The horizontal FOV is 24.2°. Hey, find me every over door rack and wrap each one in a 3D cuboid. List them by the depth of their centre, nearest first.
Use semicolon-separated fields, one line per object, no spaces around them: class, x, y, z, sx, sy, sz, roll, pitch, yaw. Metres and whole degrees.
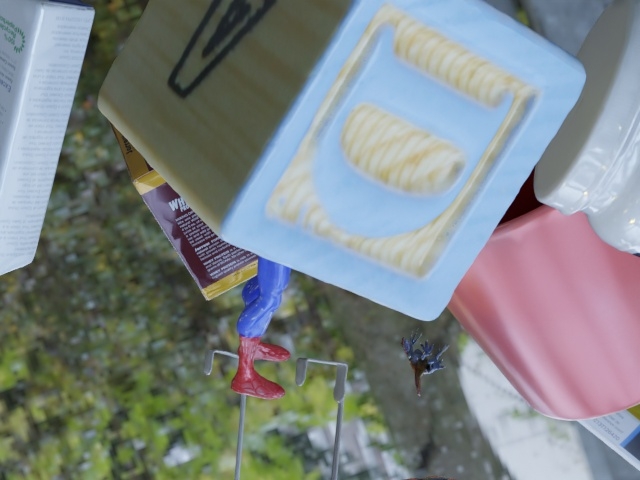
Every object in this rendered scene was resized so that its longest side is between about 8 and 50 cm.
over door rack;-0.024;0.284;1.713;0.108;0.324;0.239;-5;180;-33

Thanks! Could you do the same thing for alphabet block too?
alphabet block;0.009;-0.096;0.938;0.192;0.193;0.197;25;-167;-39

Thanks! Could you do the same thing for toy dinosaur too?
toy dinosaur;0.104;0.131;1.661;0.090;0.047;0.082;-48;-171;-25

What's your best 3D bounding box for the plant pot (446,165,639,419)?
plant pot;0.228;0.017;1.400;0.275;0.243;0.275;-25;-158;11

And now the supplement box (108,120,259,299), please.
supplement box;-0.096;-0.077;1.640;0.191;0.194;0.129;-28;-139;1

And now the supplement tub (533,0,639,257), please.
supplement tub;0.318;-0.057;1.114;0.272;0.191;0.191;22;-175;-5

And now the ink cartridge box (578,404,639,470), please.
ink cartridge box;0.407;0.168;1.999;0.072;0.304;0.307;-54;177;32

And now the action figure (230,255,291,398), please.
action figure;0.000;0.000;1.257;0.139;0.280;0.091;4;-149;-1

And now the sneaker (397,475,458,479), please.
sneaker;0.005;0.347;1.478;0.180;0.124;0.321;19;112;-52

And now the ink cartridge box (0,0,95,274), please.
ink cartridge box;-0.238;-0.076;0.922;0.045;0.224;0.223;2;-155;-45
